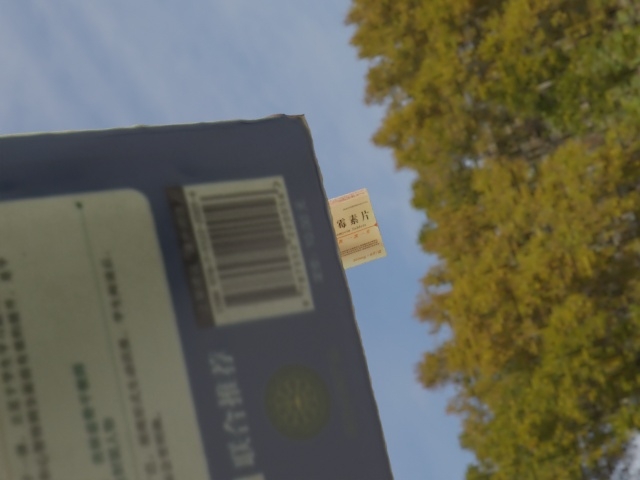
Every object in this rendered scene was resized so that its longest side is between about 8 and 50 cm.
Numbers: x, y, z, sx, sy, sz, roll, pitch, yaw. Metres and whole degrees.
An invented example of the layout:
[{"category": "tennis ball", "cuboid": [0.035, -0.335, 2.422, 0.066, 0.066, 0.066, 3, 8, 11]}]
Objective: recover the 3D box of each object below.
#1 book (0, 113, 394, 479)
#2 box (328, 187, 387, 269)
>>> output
[{"category": "book", "cuboid": [-0.161, 0.106, 0.453, 0.427, 0.039, 0.300, -7, -102, -30]}, {"category": "box", "cuboid": [0.000, 0.000, 0.938, 0.015, 0.093, 0.058, -110, 2, -62]}]
